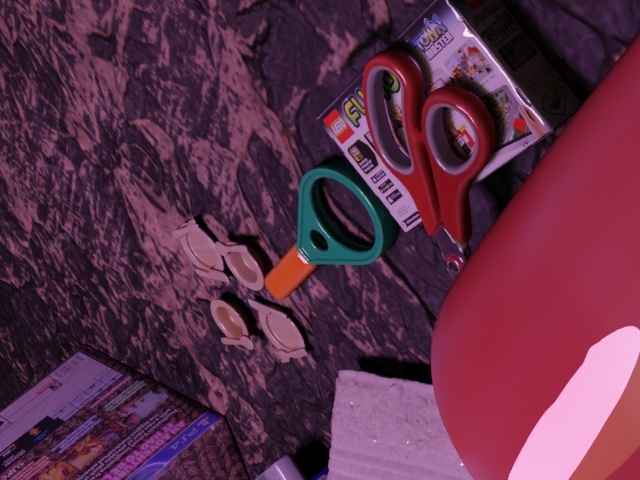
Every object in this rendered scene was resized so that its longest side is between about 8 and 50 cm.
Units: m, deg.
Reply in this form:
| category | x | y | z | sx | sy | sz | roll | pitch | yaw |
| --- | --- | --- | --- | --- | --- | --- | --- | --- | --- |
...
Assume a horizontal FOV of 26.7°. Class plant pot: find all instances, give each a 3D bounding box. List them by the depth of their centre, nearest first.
| category | x | y | z | sx | sy | sz | roll | pitch | yaw |
| --- | --- | --- | --- | --- | --- | --- | --- | --- | --- |
| plant pot | 0.218 | 0.012 | 0.669 | 0.275 | 0.275 | 0.243 | 39 | 138 | 21 |

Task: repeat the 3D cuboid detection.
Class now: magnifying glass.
| category | x | y | z | sx | sy | sz | roll | pitch | yaw |
| --- | --- | --- | --- | --- | --- | --- | --- | --- | --- |
| magnifying glass | 0.000 | 0.000 | 1.165 | 0.092 | 0.026 | 0.231 | 49 | 148 | 4 |

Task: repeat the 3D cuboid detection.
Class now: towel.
| category | x | y | z | sx | sy | sz | roll | pitch | yaw |
| --- | --- | --- | --- | --- | --- | --- | --- | --- | --- |
| towel | 0.092 | 0.215 | 1.136 | 0.282 | 0.049 | 0.187 | 4 | 83 | 52 |

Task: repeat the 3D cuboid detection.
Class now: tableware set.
| category | x | y | z | sx | sy | sz | roll | pitch | yaw |
| --- | --- | --- | --- | --- | --- | --- | --- | --- | --- |
| tableware set | -0.081 | 0.052 | 1.332 | 0.141 | 0.020 | 0.169 | 5 | 126 | 52 |

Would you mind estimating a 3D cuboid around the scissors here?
| category | x | y | z | sx | sy | sz | roll | pitch | yaw |
| --- | --- | --- | --- | --- | --- | --- | --- | --- | --- |
| scissors | 0.089 | -0.003 | 0.970 | 0.109 | 0.021 | 0.297 | 23 | 142 | 35 |

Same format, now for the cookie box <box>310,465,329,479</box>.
| category | x | y | z | sx | sy | sz | roll | pitch | yaw |
| --- | --- | --- | --- | --- | --- | --- | --- | --- | --- |
| cookie box | 0.038 | 0.259 | 1.321 | 0.040 | 0.092 | 0.107 | 25 | 140 | 43 |

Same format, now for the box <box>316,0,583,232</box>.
| category | x | y | z | sx | sy | sz | roll | pitch | yaw |
| --- | --- | --- | --- | --- | --- | --- | --- | --- | --- |
| box | 0.082 | -0.089 | 0.939 | 0.114 | 0.036 | 0.207 | 52 | 150 | 0 |

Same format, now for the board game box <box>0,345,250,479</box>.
| category | x | y | z | sx | sy | sz | roll | pitch | yaw |
| --- | --- | --- | --- | --- | --- | --- | --- | --- | --- |
| board game box | -0.268 | 0.286 | 1.631 | 0.291 | 0.232 | 0.141 | 20 | 138 | 44 |

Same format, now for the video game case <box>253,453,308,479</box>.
| category | x | y | z | sx | sy | sz | roll | pitch | yaw |
| --- | --- | --- | --- | --- | --- | --- | --- | --- | --- |
| video game case | 0.003 | 0.334 | 1.457 | 0.212 | 0.023 | 0.193 | 55 | 163 | 8 |
